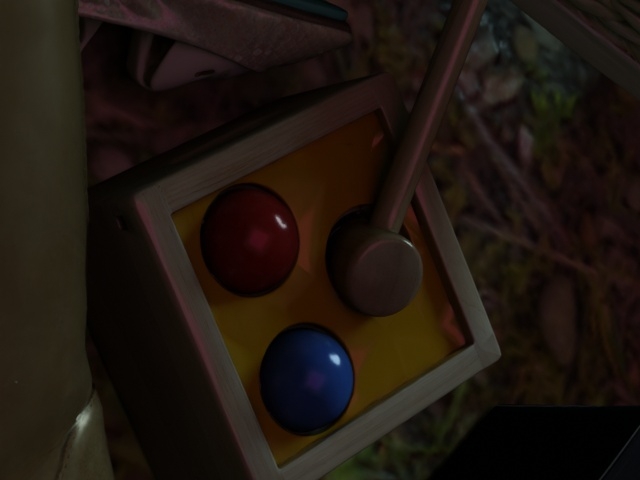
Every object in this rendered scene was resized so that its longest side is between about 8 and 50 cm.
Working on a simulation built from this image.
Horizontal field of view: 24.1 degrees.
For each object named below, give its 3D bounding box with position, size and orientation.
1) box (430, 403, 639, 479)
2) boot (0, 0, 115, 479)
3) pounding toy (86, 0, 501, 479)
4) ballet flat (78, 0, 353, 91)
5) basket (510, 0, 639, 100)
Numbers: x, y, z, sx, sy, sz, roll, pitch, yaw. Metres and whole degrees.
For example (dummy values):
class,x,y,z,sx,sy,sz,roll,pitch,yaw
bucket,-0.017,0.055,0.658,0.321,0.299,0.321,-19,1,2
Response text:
class,x,y,z,sx,sy,sz,roll,pitch,yaw
box,0.064,0.212,0.538,0.261,0.103,0.184,-44,107,-28
boot,-0.158,0.016,0.393,0.236,0.089,0.269,-19,108,-42
pounding toy,0.000,0.000,0.511,0.141,0.100,0.130,-29,103,-31
ballet flat,-0.070,-0.078,0.508,0.168,0.057,0.052,14,102,-27
basket,0.122,-0.146,0.567,0.167,0.103,0.113,39,65,1
